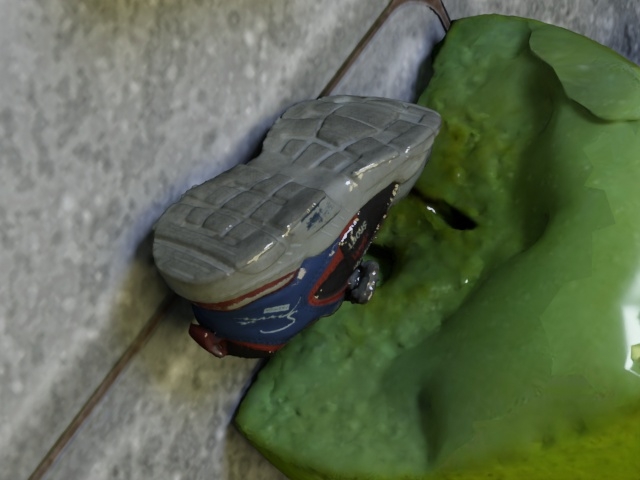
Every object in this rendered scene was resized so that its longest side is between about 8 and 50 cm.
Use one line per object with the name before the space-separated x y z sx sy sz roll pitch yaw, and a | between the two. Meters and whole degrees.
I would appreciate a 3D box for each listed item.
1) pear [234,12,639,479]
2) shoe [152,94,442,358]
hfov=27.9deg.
pear | 0.163 0.057 0.817 0.238 0.318 0.342 41 74 -45
shoe | -0.001 0.000 0.773 0.227 0.099 0.125 -38 130 -38
